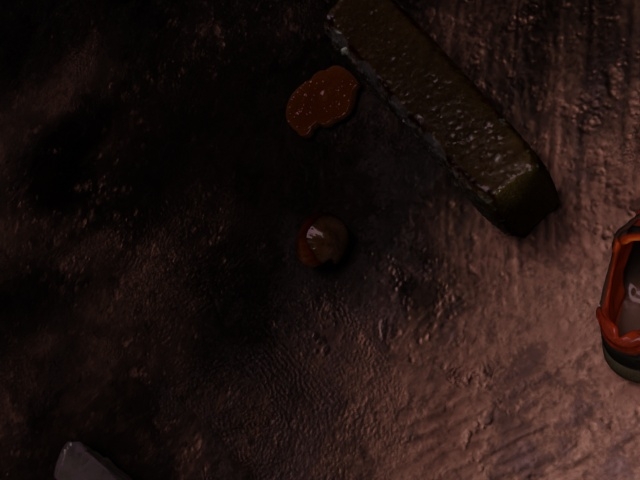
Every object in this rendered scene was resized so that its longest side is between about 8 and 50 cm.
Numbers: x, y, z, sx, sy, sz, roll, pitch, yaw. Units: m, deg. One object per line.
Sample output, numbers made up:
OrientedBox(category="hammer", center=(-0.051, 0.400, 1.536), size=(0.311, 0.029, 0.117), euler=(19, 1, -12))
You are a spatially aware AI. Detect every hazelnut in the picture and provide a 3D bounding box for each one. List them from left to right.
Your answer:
OrientedBox(category="hazelnut", center=(0.000, 0.000, 1.443), size=(0.086, 0.086, 0.086), euler=(-11, 67, 27))

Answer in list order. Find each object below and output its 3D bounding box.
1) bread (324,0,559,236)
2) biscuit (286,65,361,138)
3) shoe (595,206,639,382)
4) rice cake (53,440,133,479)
OrientedBox(category="bread", center=(0.159, -0.182, 1.360), size=(0.113, 0.165, 0.416), euler=(-42, 56, 9))
OrientedBox(category="biscuit", center=(0.005, -0.217, 1.550), size=(0.130, 0.019, 0.102), euler=(-31, 59, 17))
OrientedBox(category="shoe", center=(0.400, -0.007, 1.147), size=(0.132, 0.171, 0.336), euler=(20, 83, 35))
OrientedBox(category="rice cake", center=(-0.267, 0.400, 1.455), size=(0.365, 0.056, 0.073), euler=(26, 87, 35))
